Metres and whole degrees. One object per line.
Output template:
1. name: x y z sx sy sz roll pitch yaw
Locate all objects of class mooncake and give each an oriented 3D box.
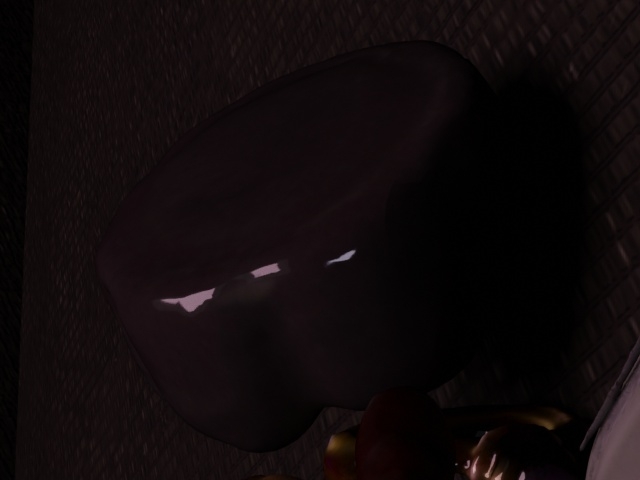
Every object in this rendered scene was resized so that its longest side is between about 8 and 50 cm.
1. mooncake: 0.000 0.000 0.968 0.133 0.245 0.245 63 172 -20

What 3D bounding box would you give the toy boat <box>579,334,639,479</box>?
1. toy boat: 0.174 0.021 0.568 0.269 0.141 0.141 115 155 -47

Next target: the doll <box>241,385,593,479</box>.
1. doll: 0.029 0.178 0.761 0.209 0.318 0.340 63 163 4
